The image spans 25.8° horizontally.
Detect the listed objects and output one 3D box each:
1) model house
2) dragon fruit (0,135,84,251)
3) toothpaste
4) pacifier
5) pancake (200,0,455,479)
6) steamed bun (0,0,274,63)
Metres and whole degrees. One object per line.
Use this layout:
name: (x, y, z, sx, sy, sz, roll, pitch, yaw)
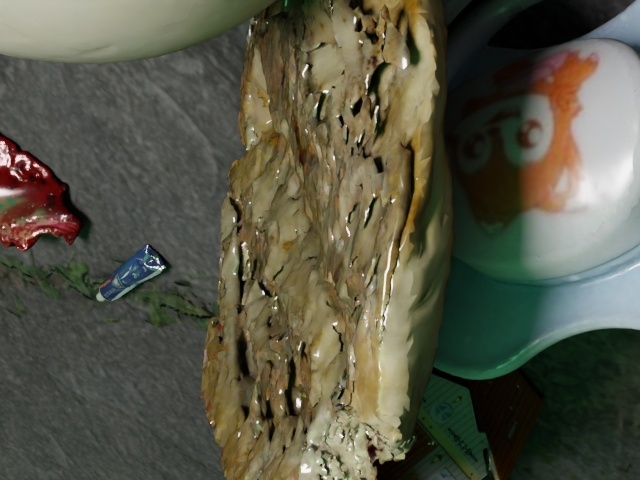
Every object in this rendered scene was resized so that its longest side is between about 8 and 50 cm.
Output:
model house: (0.090, 0.129, 1.025, 0.136, 0.207, 0.219, -40, 104, 5)
dragon fruit: (-0.264, -0.024, 1.133, 0.131, 0.063, 0.097, 37, 134, -3)
toothpaste: (-0.159, 0.031, 1.154, 0.083, 0.019, 0.027, -34, 88, 38)
pacifier: (0.174, -0.031, 0.834, 0.299, 0.244, 0.233, -14, 149, 33)
pancake: (-0.001, 0.000, 0.821, 0.071, 0.382, 0.382, 6, 136, -16)
steamed bun: (-0.148, -0.257, 0.701, 0.374, 0.334, 0.334, 41, 135, 10)
